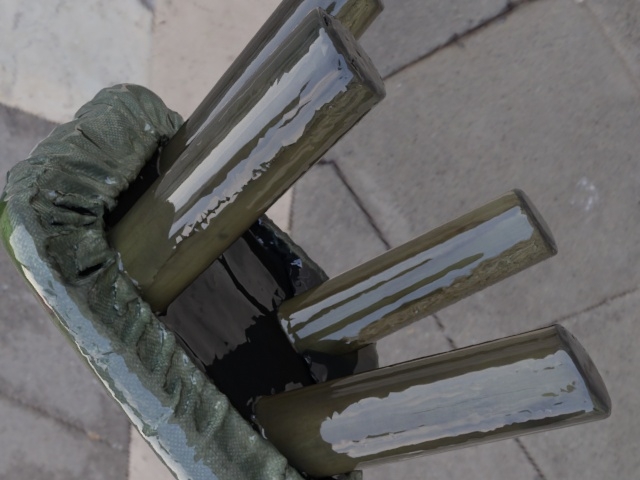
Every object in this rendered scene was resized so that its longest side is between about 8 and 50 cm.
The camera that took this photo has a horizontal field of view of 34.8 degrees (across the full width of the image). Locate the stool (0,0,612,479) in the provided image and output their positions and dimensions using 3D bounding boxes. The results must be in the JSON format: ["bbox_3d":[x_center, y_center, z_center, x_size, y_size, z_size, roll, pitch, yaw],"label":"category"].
[{"bbox_3d":[0.000,0.000,0.648,0.226,0.310,0.310,-33,108,16],"label":"stool"}]
